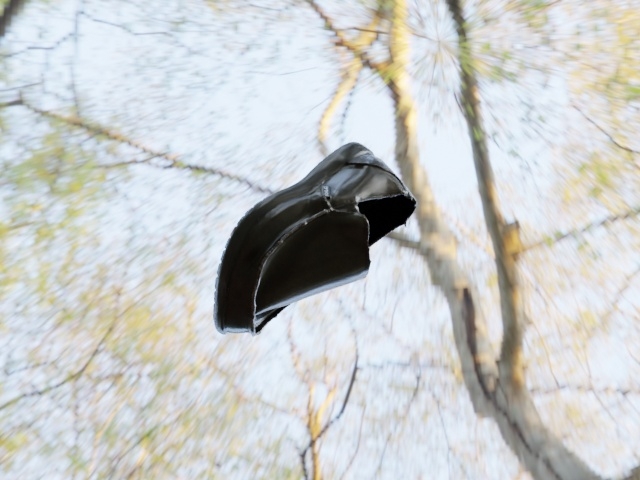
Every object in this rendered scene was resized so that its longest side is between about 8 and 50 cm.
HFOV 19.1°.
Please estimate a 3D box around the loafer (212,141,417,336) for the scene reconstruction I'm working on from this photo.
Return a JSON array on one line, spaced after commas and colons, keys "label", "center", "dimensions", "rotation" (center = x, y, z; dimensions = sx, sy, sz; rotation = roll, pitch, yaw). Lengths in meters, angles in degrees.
[{"label": "loafer", "center": [0.000, 0.000, 1.395], "dimensions": [0.078, 0.220, 0.080], "rotation": [24, -45, 22]}]
